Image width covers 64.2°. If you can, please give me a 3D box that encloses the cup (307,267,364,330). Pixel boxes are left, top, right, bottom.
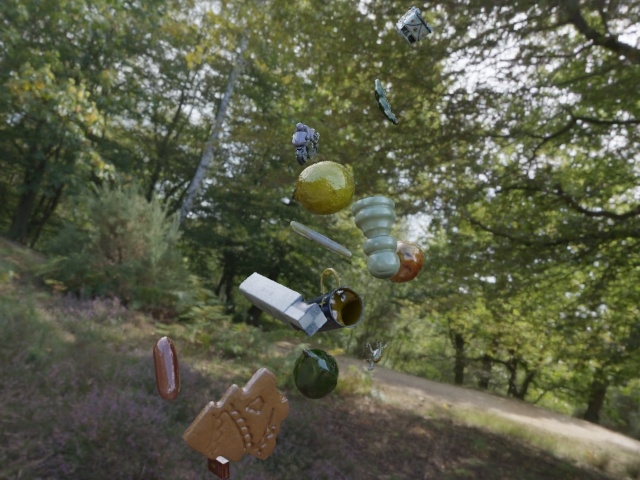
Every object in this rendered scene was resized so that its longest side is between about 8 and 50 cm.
[{"bbox_3d":[0.056,0.277,2.280,0.179,0.254,0.256,28,-28,-23],"label":"cup"}]

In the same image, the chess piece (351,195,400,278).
[{"bbox_3d":[0.242,-0.001,2.101,0.183,0.330,0.182,-7,-22,-3],"label":"chess piece"}]

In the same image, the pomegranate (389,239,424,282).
[{"bbox_3d":[0.374,0.096,2.358,0.209,0.209,0.209,15,-9,3],"label":"pomegranate"}]

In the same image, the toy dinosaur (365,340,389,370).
[{"bbox_3d":[0.254,0.497,2.200,0.162,0.126,0.039,10,-29,-36],"label":"toy dinosaur"}]

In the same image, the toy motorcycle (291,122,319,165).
[{"bbox_3d":[-0.061,-0.394,2.015,0.073,0.152,0.225,-4,25,20],"label":"toy motorcycle"}]

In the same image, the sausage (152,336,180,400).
[{"bbox_3d":[-0.458,0.382,1.522,0.077,0.194,0.077,-12,-25,-6],"label":"sausage"}]

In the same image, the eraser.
[{"bbox_3d":[-0.145,0.224,1.832,0.404,0.096,0.098,19,-35,51],"label":"eraser"}]

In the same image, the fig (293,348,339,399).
[{"bbox_3d":[-0.021,0.519,2.043,0.196,0.195,0.244,13,-40,17],"label":"fig"}]

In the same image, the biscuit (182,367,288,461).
[{"bbox_3d":[-0.223,0.502,1.395,0.307,0.283,0.043,-9,18,-32],"label":"biscuit"}]

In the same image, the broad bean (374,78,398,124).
[{"bbox_3d":[0.269,-0.580,2.169,0.043,0.297,0.060,2,-36,-24],"label":"broad bean"}]

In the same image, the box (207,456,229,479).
[{"bbox_3d":[-0.295,0.646,1.466,0.082,0.051,0.023,6,8,44],"label":"box"}]

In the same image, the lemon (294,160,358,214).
[{"bbox_3d":[0.018,-0.187,1.820,0.231,0.192,0.192,-12,-12,4],"label":"lemon"}]

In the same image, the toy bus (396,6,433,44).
[{"bbox_3d":[0.279,-0.645,1.545,0.087,0.089,0.194,46,21,-17],"label":"toy bus"}]

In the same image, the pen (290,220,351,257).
[{"bbox_3d":[0.000,0.000,1.730,0.234,0.040,0.032,29,-27,-2],"label":"pen"}]
